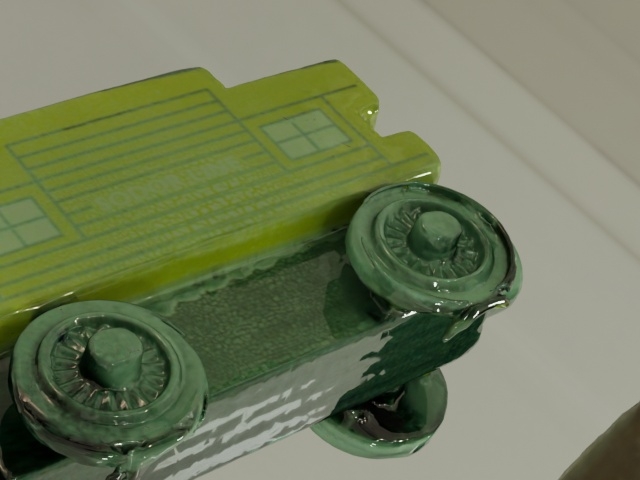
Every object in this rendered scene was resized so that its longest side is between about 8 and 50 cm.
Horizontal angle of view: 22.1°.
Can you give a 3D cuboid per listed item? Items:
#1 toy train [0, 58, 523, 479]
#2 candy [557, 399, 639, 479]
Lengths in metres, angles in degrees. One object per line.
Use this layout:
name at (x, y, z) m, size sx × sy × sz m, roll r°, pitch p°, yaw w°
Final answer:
toy train at (-0.086, 0.032, 0.986) m, size 0.442 × 0.272 × 0.179 m, roll -20°, pitch 144°, yaw -37°
candy at (0.238, 0.199, 1.192) m, size 0.104 × 0.102 × 0.234 m, roll 14°, pitch 133°, yaw -31°
